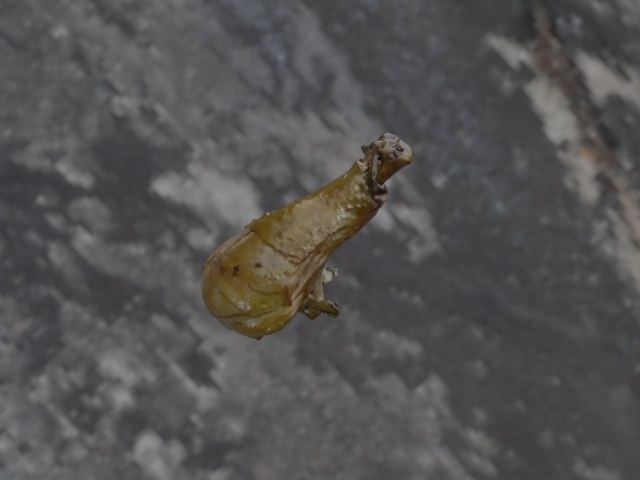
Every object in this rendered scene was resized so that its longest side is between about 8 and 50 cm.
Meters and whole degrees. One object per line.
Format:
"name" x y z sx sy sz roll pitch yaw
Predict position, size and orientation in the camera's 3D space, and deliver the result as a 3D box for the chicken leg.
"chicken leg" -0.002 -0.001 1.528 0.101 0.207 0.085 37 20 -30
